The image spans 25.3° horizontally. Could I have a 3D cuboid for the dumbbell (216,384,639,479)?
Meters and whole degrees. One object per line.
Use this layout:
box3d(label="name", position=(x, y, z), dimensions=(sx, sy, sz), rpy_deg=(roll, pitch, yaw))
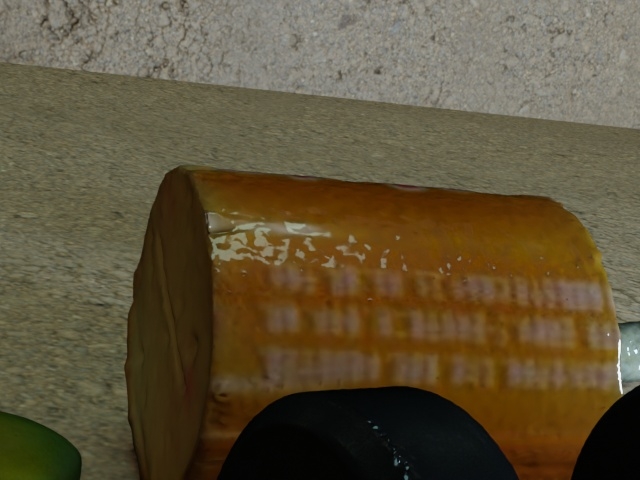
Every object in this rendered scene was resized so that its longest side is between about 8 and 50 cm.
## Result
box3d(label="dumbbell", position=(0.122, 0.170, 0.706), dimensions=(0.322, 0.204, 0.203), rpy_deg=(1, 17, -33))

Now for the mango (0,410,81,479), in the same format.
box3d(label="mango", position=(-0.250, 0.139, 0.811), dimensions=(0.237, 0.091, 0.137), rpy_deg=(5, 21, -18))

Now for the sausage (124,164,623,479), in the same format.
box3d(label="sausage", position=(0.030, 0.074, 0.968), dimensions=(0.287, 0.233, 0.233), rpy_deg=(5, 15, -20))

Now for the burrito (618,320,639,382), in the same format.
box3d(label="burrito", position=(0.338, 0.102, 1.411), dimensions=(0.275, 0.059, 0.082), rpy_deg=(-4, 13, -44))
